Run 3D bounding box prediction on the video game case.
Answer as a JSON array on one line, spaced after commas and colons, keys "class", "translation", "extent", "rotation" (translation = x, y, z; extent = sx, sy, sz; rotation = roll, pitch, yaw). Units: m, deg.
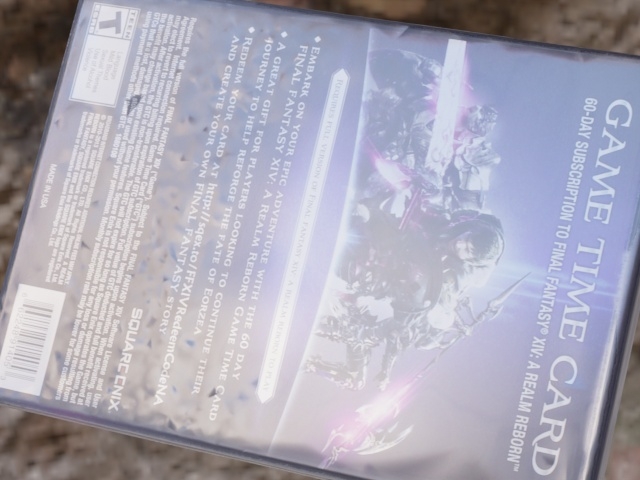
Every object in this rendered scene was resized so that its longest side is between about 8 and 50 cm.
[{"class": "video game case", "translation": [0.000, 0.000, 0.773], "extent": [0.274, 0.026, 0.196], "rotation": [11, 81, 19]}]
